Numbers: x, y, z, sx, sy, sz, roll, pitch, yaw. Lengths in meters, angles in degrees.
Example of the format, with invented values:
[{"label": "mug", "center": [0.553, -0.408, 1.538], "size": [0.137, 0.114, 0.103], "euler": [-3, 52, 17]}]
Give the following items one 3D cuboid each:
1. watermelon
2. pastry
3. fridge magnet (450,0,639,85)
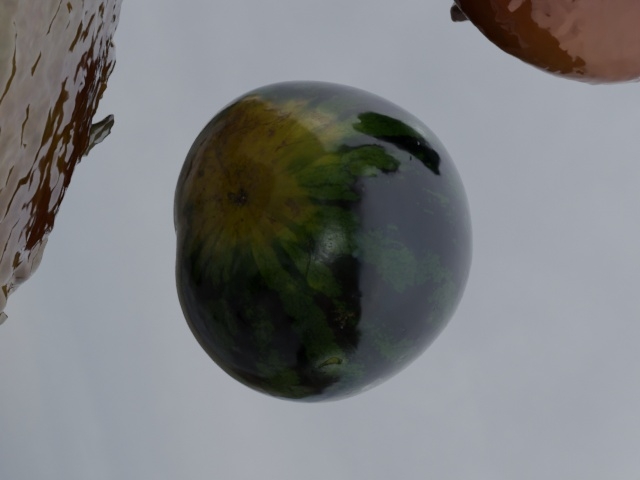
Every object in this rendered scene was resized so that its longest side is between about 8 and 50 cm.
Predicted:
[{"label": "watermelon", "center": [-0.001, -0.003, 1.454], "size": [0.269, 0.269, 0.269], "euler": [163, -90, -77]}, {"label": "pastry", "center": [-0.171, -0.090, 0.800], "size": [0.329, 0.136, 0.329], "euler": [-165, -90, -89]}, {"label": "fridge magnet", "center": [0.229, -0.310, 1.470], "size": [0.155, 0.363, 0.363], "euler": [6, -67, 65]}]
